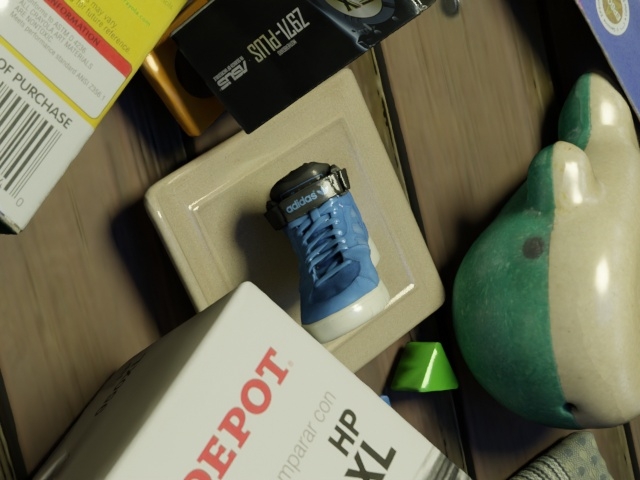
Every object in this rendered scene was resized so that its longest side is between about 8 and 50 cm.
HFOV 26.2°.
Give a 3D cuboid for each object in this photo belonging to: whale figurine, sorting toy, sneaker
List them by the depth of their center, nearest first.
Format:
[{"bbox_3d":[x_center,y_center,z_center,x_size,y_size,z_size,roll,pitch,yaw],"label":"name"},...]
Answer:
[{"bbox_3d":[-0.001,0.000,0.808,0.058,0.152,0.084,-27,103,12],"label":"sneaker"},{"bbox_3d":[-0.017,0.005,0.901,0.196,0.047,0.348,-36,111,-35],"label":"sorting toy"},{"bbox_3d":[0.174,0.006,1.000,0.216,0.141,0.272,57,35,-47],"label":"whale figurine"}]

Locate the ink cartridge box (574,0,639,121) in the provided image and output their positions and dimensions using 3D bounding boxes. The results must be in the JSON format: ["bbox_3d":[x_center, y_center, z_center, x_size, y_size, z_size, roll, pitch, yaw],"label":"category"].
[{"bbox_3d":[0.344,-0.190,1.107,0.324,0.071,0.330,55,48,-24],"label":"ink cartridge box"}]

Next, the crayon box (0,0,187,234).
[{"bbox_3d":[-0.164,-0.187,0.770,0.202,0.081,0.318,44,67,-28],"label":"crayon box"}]

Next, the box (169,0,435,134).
[{"bbox_3d":[0.019,-0.161,0.821,0.077,0.147,0.180,52,38,-10],"label":"box"}]

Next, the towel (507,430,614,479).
[{"bbox_3d":[0.152,0.352,1.029,0.312,0.056,0.324,-33,106,-34],"label":"towel"}]

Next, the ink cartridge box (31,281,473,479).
[{"bbox_3d":[0.000,0.263,0.741,0.395,0.166,0.285,42,48,-10],"label":"ink cartridge box"}]
